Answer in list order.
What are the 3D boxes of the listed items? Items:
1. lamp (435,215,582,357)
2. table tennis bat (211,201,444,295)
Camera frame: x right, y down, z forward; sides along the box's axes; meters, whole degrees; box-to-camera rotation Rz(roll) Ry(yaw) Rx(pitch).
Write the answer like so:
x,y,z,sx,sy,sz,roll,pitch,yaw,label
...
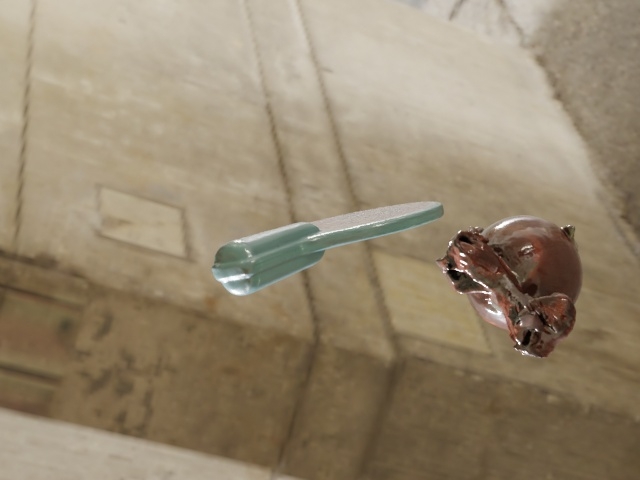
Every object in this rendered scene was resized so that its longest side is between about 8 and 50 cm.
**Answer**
x,y,z,sx,sy,sz,roll,pitch,yaw,label
0.253,0.060,1.679,0.215,0.223,0.151,39,133,29,lamp
0.000,0.000,1.022,0.153,0.244,0.040,-10,95,34,table tennis bat
